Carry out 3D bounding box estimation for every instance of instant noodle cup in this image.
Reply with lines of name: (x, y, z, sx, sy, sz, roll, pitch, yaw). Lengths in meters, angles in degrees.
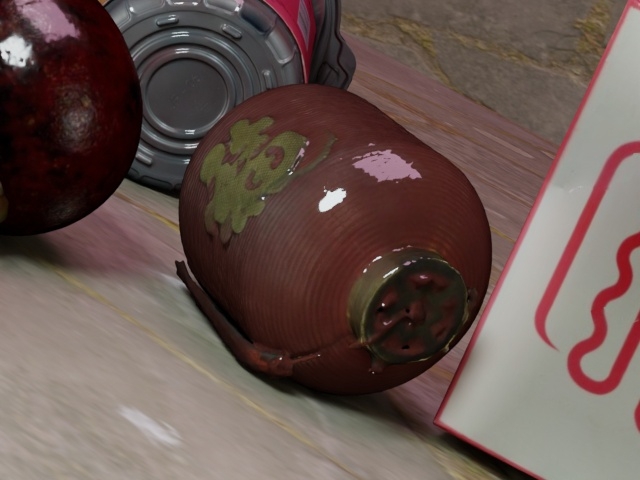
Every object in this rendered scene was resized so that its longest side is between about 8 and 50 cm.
instant noodle cup: (-0.106, -0.154, 1.493, 0.302, 0.258, 0.182, 16, 27, -12)

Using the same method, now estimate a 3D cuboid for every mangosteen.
mangosteen: (-0.208, -0.083, 1.121, 0.199, 0.200, 0.200, 24, 11, -5)

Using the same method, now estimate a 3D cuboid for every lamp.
lamp: (0.000, 0.000, 1.163, 0.180, 0.180, 0.258, 18, 11, -31)

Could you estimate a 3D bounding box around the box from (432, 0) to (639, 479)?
box: (0.297, 0.044, 1.195, 0.300, 0.312, 0.314, 27, 10, 18)
